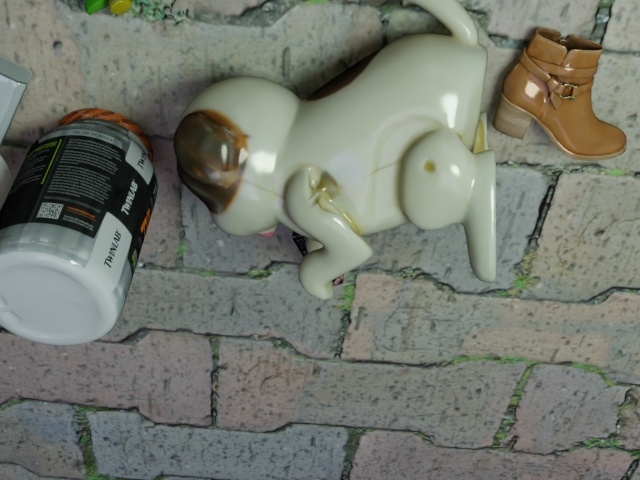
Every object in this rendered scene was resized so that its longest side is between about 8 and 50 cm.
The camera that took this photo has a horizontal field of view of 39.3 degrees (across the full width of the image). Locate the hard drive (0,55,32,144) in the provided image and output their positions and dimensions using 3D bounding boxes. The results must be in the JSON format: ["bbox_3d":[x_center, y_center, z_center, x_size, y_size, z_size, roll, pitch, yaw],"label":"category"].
[{"bbox_3d":[-0.568,-0.176,1.308,0.203,0.040,0.307,25,132,-18],"label":"hard drive"}]

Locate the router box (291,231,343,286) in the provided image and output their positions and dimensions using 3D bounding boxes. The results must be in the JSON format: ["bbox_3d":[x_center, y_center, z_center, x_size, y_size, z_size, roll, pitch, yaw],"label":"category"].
[{"bbox_3d":[0.000,0.000,1.384,0.038,0.092,0.122,-14,132,18],"label":"router box"}]

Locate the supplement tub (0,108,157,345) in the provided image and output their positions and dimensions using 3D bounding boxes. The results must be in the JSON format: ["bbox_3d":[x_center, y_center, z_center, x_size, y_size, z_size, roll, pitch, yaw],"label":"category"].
[{"bbox_3d":[-0.336,-0.029,1.234,0.194,0.316,0.193,3,135,3],"label":"supplement tub"}]

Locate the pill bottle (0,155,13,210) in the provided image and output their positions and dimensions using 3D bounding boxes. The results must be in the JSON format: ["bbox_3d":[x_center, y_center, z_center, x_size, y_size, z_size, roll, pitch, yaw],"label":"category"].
[{"bbox_3d":[-0.596,-0.041,1.297,0.302,0.169,0.169,-20,129,24],"label":"pill bottle"}]

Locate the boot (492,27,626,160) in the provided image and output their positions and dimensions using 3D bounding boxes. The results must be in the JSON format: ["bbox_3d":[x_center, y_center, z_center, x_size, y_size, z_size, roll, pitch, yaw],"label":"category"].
[{"bbox_3d":[0.340,-0.191,1.181,0.197,0.073,0.152,11,130,-9],"label":"boot"}]

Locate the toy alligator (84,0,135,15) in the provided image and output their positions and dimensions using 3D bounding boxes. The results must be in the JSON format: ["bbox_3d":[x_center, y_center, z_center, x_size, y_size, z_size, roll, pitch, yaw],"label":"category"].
[{"bbox_3d":[-0.221,-0.337,1.111,0.190,0.056,0.051,-33,165,30],"label":"toy alligator"}]

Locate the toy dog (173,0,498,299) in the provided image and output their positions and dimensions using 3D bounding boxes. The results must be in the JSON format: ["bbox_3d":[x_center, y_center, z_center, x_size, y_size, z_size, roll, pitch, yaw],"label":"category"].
[{"bbox_3d":[0.014,-0.113,1.150,0.408,0.284,0.395,-4,121,9],"label":"toy dog"}]
